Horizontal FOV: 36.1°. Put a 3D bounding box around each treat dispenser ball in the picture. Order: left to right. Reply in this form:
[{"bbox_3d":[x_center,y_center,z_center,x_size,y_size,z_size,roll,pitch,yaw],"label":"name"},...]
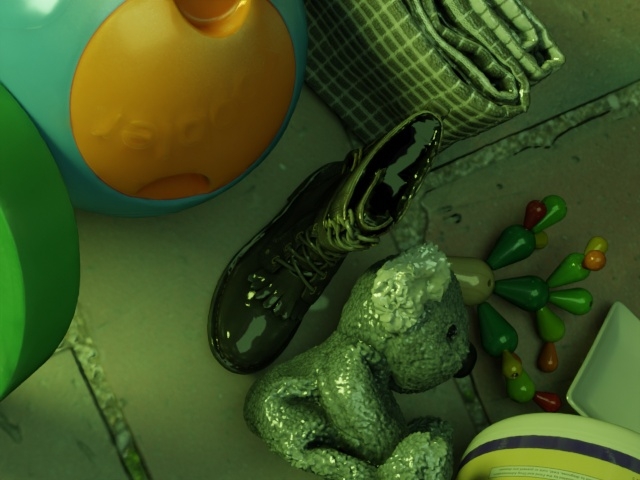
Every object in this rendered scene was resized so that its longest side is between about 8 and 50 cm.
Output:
[{"bbox_3d":[-0.154,-0.163,0.809,0.288,0.288,0.288,2,83,-16],"label":"treat dispenser ball"}]

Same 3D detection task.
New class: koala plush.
[{"bbox_3d":[0.057,0.106,0.885,0.203,0.196,0.221,24,89,10],"label":"koala plush"}]

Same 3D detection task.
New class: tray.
[{"bbox_3d":[0.370,0.204,1.038,0.270,0.030,0.145,43,56,-8],"label":"tray"}]

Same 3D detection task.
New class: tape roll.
[{"bbox_3d":[-0.339,-0.006,0.742,0.321,0.321,0.077,50,29,-6],"label":"tape roll"}]

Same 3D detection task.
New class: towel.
[{"bbox_3d":[0.052,-0.206,0.902,0.283,0.235,0.121,46,73,-8],"label":"towel"}]

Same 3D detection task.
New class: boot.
[{"bbox_3d":[0.000,0.000,0.865,0.091,0.229,0.263,34,76,-10],"label":"boot"}]

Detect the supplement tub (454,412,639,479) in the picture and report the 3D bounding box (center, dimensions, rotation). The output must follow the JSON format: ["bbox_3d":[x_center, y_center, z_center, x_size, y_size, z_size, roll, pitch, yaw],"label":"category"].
[{"bbox_3d":[0.194,0.341,0.827,0.241,0.241,0.331,36,51,-9],"label":"supplement tub"}]

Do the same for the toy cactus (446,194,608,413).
[{"bbox_3d":[0.191,0.054,0.991,0.180,0.112,0.219,12,90,-4],"label":"toy cactus"}]
